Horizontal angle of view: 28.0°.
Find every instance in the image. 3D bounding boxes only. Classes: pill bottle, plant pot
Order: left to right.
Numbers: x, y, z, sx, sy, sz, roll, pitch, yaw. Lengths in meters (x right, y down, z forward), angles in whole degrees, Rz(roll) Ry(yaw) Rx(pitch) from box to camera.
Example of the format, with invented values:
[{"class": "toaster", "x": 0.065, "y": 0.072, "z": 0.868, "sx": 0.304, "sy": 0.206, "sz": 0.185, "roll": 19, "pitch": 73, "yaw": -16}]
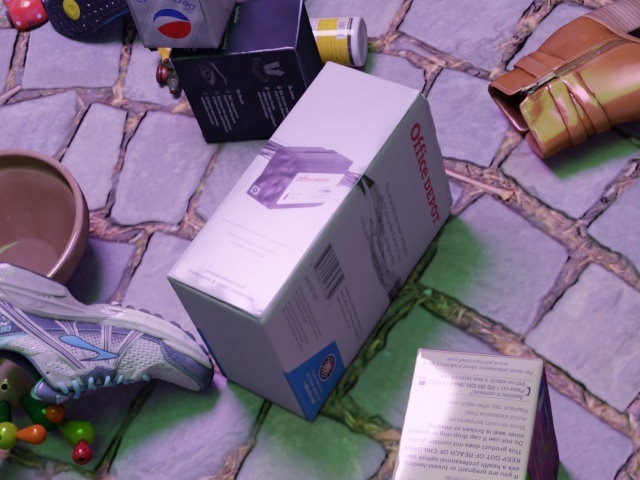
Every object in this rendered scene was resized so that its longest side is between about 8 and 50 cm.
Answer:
[{"class": "plant pot", "x": -0.377, "y": 0.015, "z": 1.529, "sx": 0.237, "sy": 0.110, "sz": 0.237, "roll": -7, "pitch": 56, "yaw": 10}, {"class": "pill bottle", "x": -0.001, "y": -0.253, "z": 1.642, "sx": 0.116, "sy": 0.065, "sz": 0.065, "roll": 1, "pitch": 57, "yaw": 15}]

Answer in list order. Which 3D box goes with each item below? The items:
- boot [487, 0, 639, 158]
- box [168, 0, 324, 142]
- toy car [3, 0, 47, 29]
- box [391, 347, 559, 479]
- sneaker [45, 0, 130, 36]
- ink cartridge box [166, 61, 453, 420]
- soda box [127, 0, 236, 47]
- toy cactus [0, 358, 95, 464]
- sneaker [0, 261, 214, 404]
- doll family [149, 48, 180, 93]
[{"class": "boot", "x": 0.343, "y": -0.161, "z": 1.460, "sx": 0.220, "sy": 0.109, "sz": 0.283, "roll": -31, "pitch": 52, "yaw": -9}, {"class": "box", "x": -0.084, "y": -0.208, "z": 1.577, "sx": 0.158, "sy": 0.156, "sz": 0.093, "roll": -3, "pitch": 54, "yaw": 12}, {"class": "toy car", "x": -0.477, "y": -0.414, "z": 1.884, "sx": 0.225, "sy": 0.053, "sz": 0.239, "roll": 4, "pitch": 57, "yaw": 17}, {"class": "box", "x": 0.140, "y": 0.256, "z": 1.163, "sx": 0.117, "sy": 0.213, "sz": 0.243, "roll": 4, "pitch": 57, "yaw": 18}, {"class": "sneaker", "x": -0.291, "y": -0.336, "z": 1.754, "sx": 0.209, "sy": 0.069, "sz": 0.082, "roll": -14, "pitch": 22, "yaw": 41}, {"class": "ink cartridge box", "x": 0.000, "y": 0.000, "z": 1.370, "sx": 0.129, "sy": 0.223, "sz": 0.307, "roll": 23, "pitch": 65, "yaw": 28}, {"class": "soda box", "x": -0.142, "y": -0.354, "z": 1.552, "sx": 0.098, "sy": 0.091, "sz": 0.286, "roll": 1, "pitch": 47, "yaw": 15}, {"class": "toy cactus", "x": -0.345, "y": 0.199, "z": 1.418, "sx": 0.219, "sy": 0.112, "sz": 0.180, "roll": -10, "pitch": 36, "yaw": 11}, {"class": "sneaker", "x": -0.256, "y": 0.128, "z": 1.383, "sx": 0.283, "sy": 0.110, "sz": 0.122, "roll": 19, "pitch": 67, "yaw": -12}, {"class": "doll family", "x": -0.179, "y": -0.286, "z": 1.711, "sx": 0.111, "sy": 0.076, "sz": 0.193, "roll": -1, "pitch": 51, "yaw": 19}]
